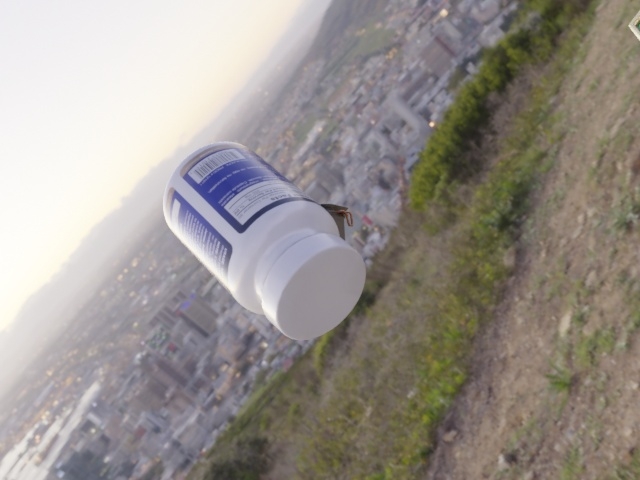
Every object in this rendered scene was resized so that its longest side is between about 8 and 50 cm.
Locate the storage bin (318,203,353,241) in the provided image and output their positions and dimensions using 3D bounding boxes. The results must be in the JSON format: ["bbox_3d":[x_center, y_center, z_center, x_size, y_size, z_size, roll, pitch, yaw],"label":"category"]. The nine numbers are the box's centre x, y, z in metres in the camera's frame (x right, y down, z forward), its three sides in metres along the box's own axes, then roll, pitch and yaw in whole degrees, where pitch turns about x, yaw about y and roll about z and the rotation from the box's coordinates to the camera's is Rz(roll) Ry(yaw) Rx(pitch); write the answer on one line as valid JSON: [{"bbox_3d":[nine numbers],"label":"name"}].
[{"bbox_3d":[0.000,0.000,1.116,0.098,0.091,0.135,-10,-3,16],"label":"storage bin"}]

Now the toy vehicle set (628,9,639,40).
[{"bbox_3d":[0.439,-0.177,0.775,0.035,0.266,0.166,-20,-22,-23],"label":"toy vehicle set"}]

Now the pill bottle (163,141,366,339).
[{"bbox_3d":[-0.071,-0.003,0.960,0.153,0.153,0.265,-48,48,0],"label":"pill bottle"}]
